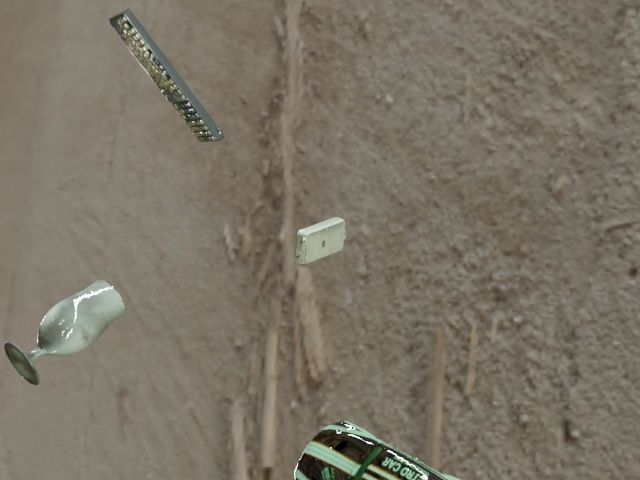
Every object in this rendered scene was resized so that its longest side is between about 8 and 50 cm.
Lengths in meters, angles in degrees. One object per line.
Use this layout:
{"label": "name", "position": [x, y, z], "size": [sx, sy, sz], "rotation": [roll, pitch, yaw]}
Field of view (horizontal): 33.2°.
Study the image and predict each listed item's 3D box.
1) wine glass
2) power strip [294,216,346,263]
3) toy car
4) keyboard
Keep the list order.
{"label": "wine glass", "position": [-0.428, 0.150, 1.822], "size": [0.093, 0.202, 0.093], "rotation": [32, 143, 29]}
{"label": "power strip", "position": [0.000, 0.000, 1.247], "size": [0.016, 0.090, 0.040], "rotation": [16, 111, 31]}
{"label": "toy car", "position": [0.091, 0.344, 1.462], "size": [0.305, 0.125, 0.136], "rotation": [25, 67, 29]}
{"label": "keyboard", "position": [-0.173, -0.182, 1.206], "size": [0.014, 0.176, 0.055], "rotation": [-44, 22, -20]}
